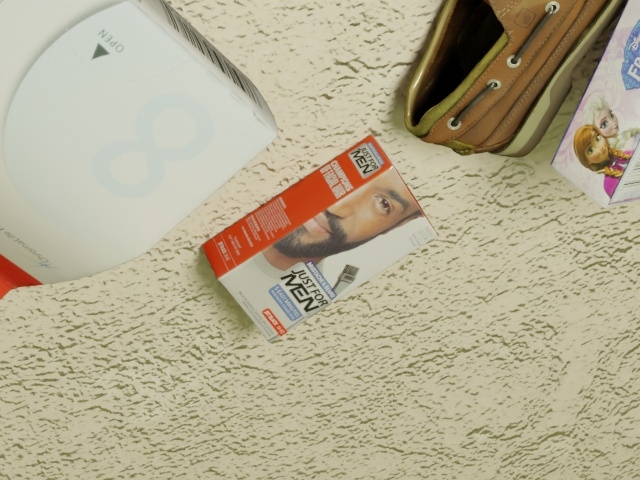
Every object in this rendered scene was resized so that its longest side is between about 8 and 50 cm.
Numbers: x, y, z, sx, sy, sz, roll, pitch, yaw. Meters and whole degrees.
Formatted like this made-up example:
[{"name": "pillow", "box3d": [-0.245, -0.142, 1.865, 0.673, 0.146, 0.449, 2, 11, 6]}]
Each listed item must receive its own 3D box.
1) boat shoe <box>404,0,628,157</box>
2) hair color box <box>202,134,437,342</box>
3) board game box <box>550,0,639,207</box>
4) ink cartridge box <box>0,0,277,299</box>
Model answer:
[{"name": "boat shoe", "box3d": [0.155, -0.190, 1.230, 0.104, 0.111, 0.307, 3, 124, -27]}, {"name": "hair color box", "box3d": [0.000, 0.000, 1.349, 0.167, 0.053, 0.093, -34, 130, 3]}, {"name": "board game box", "box3d": [0.354, -0.189, 1.276, 0.318, 0.066, 0.319, -10, 132, -44]}, {"name": "ink cartridge box", "box3d": [-0.270, -0.055, 1.168, 0.385, 0.091, 0.308, -42, 130, 10]}]
